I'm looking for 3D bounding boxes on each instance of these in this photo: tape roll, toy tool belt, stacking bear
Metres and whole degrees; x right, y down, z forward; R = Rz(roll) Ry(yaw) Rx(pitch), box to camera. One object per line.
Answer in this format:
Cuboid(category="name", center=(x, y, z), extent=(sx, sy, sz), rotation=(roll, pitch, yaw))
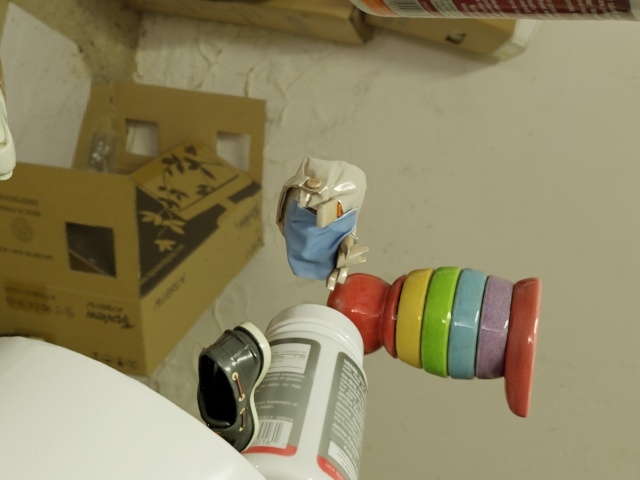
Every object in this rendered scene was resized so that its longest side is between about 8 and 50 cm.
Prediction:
Cuboid(category="tape roll", center=(-0.152, 0.198, 0.439), extent=(0.286, 0.286, 0.100), rotation=(89, 24, -44))
Cuboid(category="toy tool belt", center=(0.000, 0.000, 0.350), extent=(0.051, 0.052, 0.083), rotation=(-82, 177, -47))
Cuboid(category="stacking bear", center=(0.147, 0.113, 0.892), extent=(0.175, 0.289, 0.164), rotation=(-54, 145, -57))

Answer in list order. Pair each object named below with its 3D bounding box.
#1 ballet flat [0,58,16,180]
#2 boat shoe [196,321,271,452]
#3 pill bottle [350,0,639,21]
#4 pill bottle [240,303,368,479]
Cuboid(category="ballet flat", center=(-0.341, -0.061, 0.539), extent=(0.116, 0.124, 0.342), rotation=(106, 6, -50))
Cuboid(category="boat shoe", center=(-0.068, 0.114, 0.457), extent=(0.042, 0.049, 0.133), rotation=(-31, 148, -40))
Cuboid(category="pill bottle", center=(0.115, -0.161, 0.287), extent=(0.121, 0.221, 0.121), rotation=(-25, 122, -49))
Cuboid(category="pill bottle", center=(-0.029, 0.208, 0.743), extent=(0.283, 0.161, 0.161), rotation=(-72, 169, -61))
